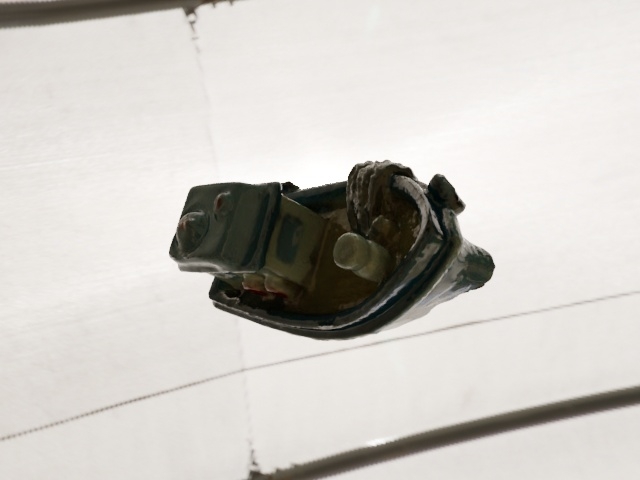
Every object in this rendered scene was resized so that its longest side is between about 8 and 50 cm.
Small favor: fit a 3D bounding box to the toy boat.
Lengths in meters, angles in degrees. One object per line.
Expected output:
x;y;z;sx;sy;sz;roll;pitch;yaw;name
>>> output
0.000;0.000;0.766;0.098;0.238;0.109;28;-107;-34;toy boat
